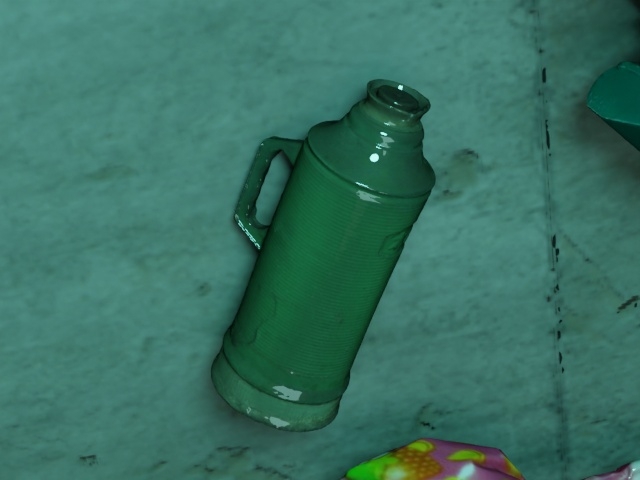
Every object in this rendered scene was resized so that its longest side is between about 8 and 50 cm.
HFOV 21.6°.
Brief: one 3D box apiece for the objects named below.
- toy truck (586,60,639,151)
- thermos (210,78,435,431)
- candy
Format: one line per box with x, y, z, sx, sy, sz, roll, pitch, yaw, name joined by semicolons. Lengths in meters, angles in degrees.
0.244;-0.123;0.785;0.114;0.124;0.253;35;115;-31;toy truck
0.005;0.002;0.863;0.073;0.083;0.188;-1;127;-37;thermos
0.182;0.142;0.985;0.365;0.124;0.124;-16;127;-13;candy
